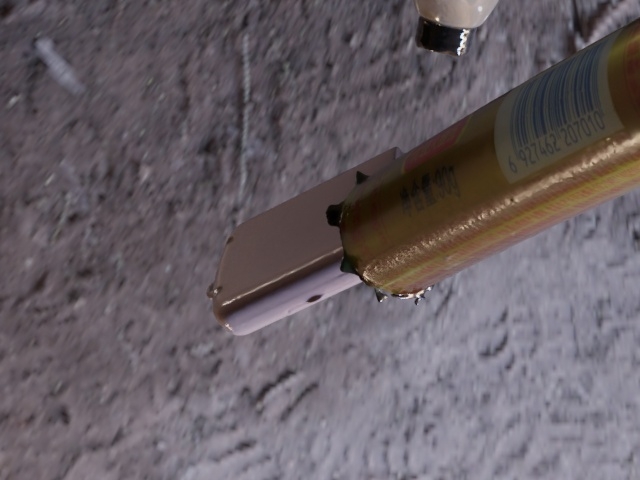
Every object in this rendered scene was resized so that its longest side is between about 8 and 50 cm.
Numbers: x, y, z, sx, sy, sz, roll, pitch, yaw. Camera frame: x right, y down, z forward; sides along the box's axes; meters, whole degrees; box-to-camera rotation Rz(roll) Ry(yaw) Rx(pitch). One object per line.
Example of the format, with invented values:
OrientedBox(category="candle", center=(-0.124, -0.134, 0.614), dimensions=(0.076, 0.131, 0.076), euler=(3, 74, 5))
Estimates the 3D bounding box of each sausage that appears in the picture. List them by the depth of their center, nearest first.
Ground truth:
OrientedBox(category="sausage", center=(0.115, -0.047, 0.901), dimensions=(0.082, 0.082, 0.371), euler=(43, 152, -10))

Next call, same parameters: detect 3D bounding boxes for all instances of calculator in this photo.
OrientedBox(category="calculator", center=(0.000, 0.000, 1.183), dimensions=(0.175, 0.100, 0.032), euler=(-26, 119, 24))

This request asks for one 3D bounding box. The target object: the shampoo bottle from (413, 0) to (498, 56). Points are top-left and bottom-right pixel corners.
OrientedBox(category="shampoo bottle", center=(0.113, -0.255, 1.348), dimensions=(0.078, 0.127, 0.257), euler=(15, 110, 12))
